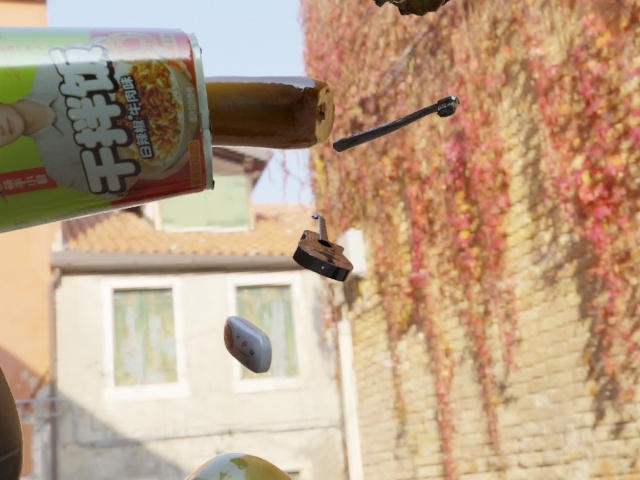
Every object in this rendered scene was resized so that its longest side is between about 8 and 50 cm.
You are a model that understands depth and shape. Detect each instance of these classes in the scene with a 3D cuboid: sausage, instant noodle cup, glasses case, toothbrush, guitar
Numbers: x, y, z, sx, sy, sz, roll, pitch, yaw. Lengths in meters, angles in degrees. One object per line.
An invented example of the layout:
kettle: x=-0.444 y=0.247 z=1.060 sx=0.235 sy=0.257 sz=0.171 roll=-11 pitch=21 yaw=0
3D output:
sausage: x=-0.140 y=-0.195 z=1.412 sx=0.329 sy=0.112 sz=0.112 roll=4 pitch=-11 yaw=20
instant noodle cup: x=-0.299 y=-0.146 z=1.137 sx=0.308 sy=0.293 sz=0.294 roll=-8 pitch=-14 yaw=-13
glasses case: x=-0.131 y=0.184 z=1.658 sx=0.045 sy=0.067 sz=0.178 roll=-1 pitch=12 yaw=-26
toothbrush: x=0.132 y=-0.209 z=1.718 sx=0.297 sy=0.030 sz=0.030 roll=-15 pitch=-43 yaw=43
guitar: x=0.000 y=0.000 z=1.402 sx=0.088 sy=0.025 sz=0.233 roll=22 pitch=17 yaw=-10

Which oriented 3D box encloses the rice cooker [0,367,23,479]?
rice cooker: x=-0.311 y=0.132 z=0.703 sx=0.142 sy=0.203 sz=0.118 roll=-20 pitch=-4 yaw=-37

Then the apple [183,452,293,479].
apple: x=-0.138 y=0.474 z=1.469 sx=0.263 sy=0.262 sz=0.262 roll=-5 pitch=-15 yaw=-1

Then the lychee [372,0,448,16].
lychee: x=0.060 y=-0.449 z=1.211 sx=0.270 sy=0.319 sz=0.270 roll=-2 pitch=10 yaw=0
